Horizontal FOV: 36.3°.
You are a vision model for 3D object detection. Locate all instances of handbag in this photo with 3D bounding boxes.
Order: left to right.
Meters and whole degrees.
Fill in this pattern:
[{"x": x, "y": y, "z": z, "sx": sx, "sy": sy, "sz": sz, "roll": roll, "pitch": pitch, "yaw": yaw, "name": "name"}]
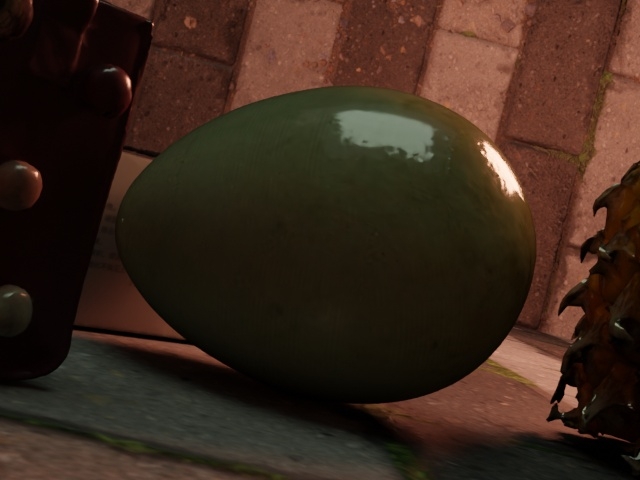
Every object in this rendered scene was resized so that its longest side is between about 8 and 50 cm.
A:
[{"x": -0.186, "y": -0.043, "z": 0.450, "sx": 0.074, "sy": 0.216, "sz": 0.203, "roll": 21, "pitch": 4, "yaw": 42, "name": "handbag"}]

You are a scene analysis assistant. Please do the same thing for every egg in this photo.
[{"x": 0.000, "y": 0.000, "z": 0.682, "sx": 0.295, "sy": 0.218, "sz": 0.218, "roll": 6, "pitch": -2, "yaw": 13, "name": "egg"}]

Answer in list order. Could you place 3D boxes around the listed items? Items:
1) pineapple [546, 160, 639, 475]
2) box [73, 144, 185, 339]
[{"x": 0.361, "y": 0.056, "z": 0.735, "sx": 0.352, "sy": 0.300, "sz": 0.352, "roll": 12, "pitch": 6, "yaw": -1, "name": "pineapple"}, {"x": -0.197, "y": -0.013, "z": 0.796, "sx": 0.333, "sy": 0.145, "sz": 0.173, "roll": 13, "pitch": 3, "yaw": -43, "name": "box"}]
